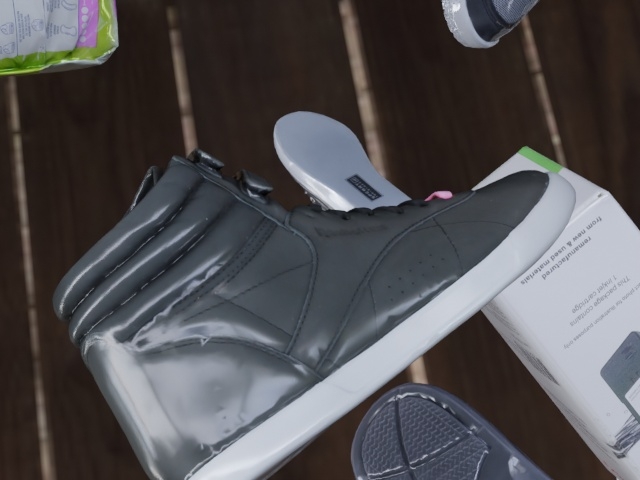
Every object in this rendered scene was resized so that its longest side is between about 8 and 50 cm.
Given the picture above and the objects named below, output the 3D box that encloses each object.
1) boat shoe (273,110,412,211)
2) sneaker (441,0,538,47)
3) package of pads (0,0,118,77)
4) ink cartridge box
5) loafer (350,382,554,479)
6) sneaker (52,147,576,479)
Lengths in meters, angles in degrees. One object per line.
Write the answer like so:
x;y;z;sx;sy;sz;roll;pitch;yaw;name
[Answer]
0.030;-0.038;1.810;0.080;0.228;0.076;-26;140;-30;boat shoe
0.204;-0.254;1.407;0.153;0.269;0.101;15;155;45;sneaker
-0.207;-0.261;1.166;0.101;0.229;0.297;-9;108;-20;package of pads
0.219;0.079;1.419;0.114;0.198;0.273;-40;107;-1;ink cartridge box
0.137;0.194;1.029;0.109;0.302;0.095;-48;145;8;loafer
0.000;0.000;0.888;0.295;0.147;0.104;-34;173;-38;sneaker
